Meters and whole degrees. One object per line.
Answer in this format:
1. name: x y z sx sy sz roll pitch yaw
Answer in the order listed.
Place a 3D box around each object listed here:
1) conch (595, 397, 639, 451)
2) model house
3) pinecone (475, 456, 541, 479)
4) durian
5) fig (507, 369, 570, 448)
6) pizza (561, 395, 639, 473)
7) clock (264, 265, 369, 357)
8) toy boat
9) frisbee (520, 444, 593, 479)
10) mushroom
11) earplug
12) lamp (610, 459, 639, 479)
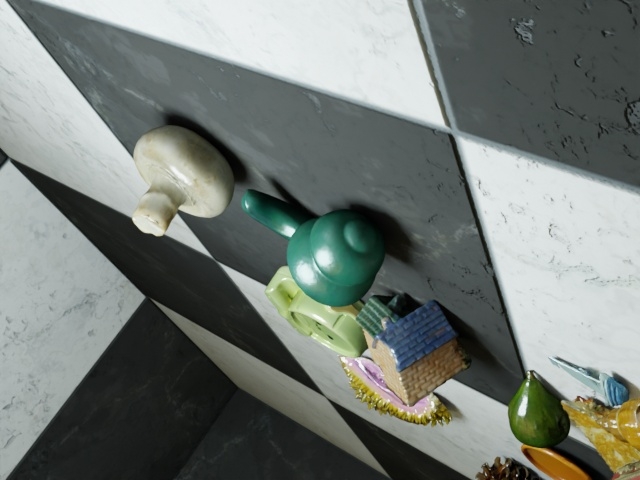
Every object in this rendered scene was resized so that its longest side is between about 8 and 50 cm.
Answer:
1. conch: 0.541 0.252 1.221 0.093 0.109 0.330 0 167 -43
2. model house: 0.165 0.181 1.637 0.183 0.166 0.172 36 155 54
3. pinecone: 0.507 0.675 2.232 0.184 0.179 0.205 -10 119 36
4. durian: 0.195 0.421 2.236 0.341 0.112 0.191 23 156 29
5. fig: 0.409 0.323 1.626 0.117 0.117 0.177 18 145 43
6. pizza: 0.521 0.336 1.512 0.199 0.062 0.188 38 150 10
7. clock: 0.033 0.179 1.935 0.308 0.096 0.235 20 156 36
8. toy boat: 0.455 0.244 1.430 0.105 0.034 0.149 47 159 -26
9. frisbee: 0.553 0.517 1.952 0.192 0.035 0.192 31 161 12
10. mushroom: -0.263 -0.105 1.603 0.206 0.209 0.206 13 177 1
11. earplug: 0.003 -0.006 1.487 0.280 0.164 0.257 -27 80 58
12. lamp: 0.579 0.427 1.371 0.177 0.177 0.274 37 141 -7
